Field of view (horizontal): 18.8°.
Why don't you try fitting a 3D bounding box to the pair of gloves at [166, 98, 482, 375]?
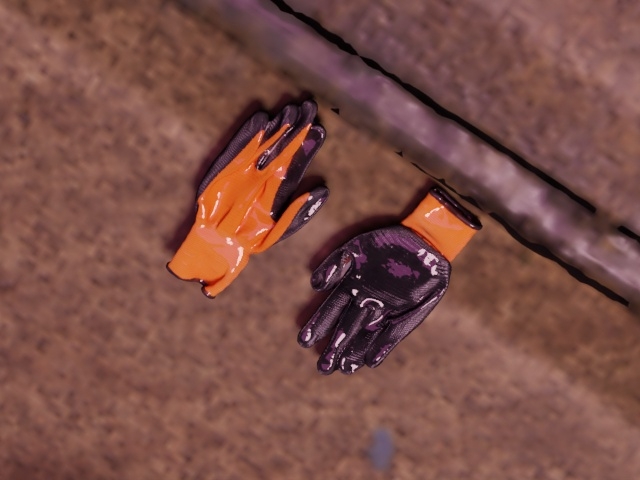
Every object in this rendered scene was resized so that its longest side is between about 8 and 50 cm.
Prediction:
[{"bbox_3d":[0.000,0.000,0.604,0.083,0.010,0.074,34,113,-5],"label":"pair of gloves"}]
